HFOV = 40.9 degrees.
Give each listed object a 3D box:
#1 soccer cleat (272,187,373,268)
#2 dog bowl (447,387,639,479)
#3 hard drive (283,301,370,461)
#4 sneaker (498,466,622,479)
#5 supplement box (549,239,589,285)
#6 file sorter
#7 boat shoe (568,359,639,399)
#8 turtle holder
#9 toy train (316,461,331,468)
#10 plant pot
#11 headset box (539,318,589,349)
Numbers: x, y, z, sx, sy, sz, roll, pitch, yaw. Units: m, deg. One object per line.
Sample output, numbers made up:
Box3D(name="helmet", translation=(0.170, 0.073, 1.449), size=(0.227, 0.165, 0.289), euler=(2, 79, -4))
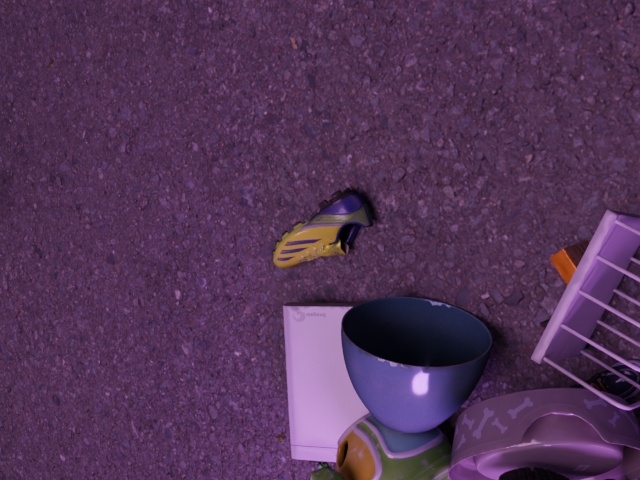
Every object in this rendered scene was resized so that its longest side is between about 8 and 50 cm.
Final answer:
Box3D(name="soccer cleat", translation=(0.000, 0.000, 1.904), size=(0.289, 0.093, 0.121), euler=(-39, 79, 35))
Box3D(name="dog bowl", translation=(0.395, 0.356, 1.504), size=(0.349, 0.349, 0.102), euler=(-26, 52, 37))
Box3D(name="hard drive", translation=(0.039, 0.315, 1.905), size=(0.233, 0.047, 0.353), euler=(-1, 95, 19))
Box3D(name="sneaker", translation=(0.452, 0.513, 1.472), size=(0.158, 0.410, 0.182), euler=(-101, 33, -60))
Box3D(name="supplement box", translation=(0.462, 0.040, 1.543), size=(0.036, 0.098, 0.062), euler=(-43, 71, 37))
Box3D(name="file sorter", translation=(0.517, 0.114, 1.425), size=(0.173, 0.193, 0.277), euler=(32, 107, 33))
Box3D(name="boat shoe", translation=(0.501, 0.277, 1.554), size=(0.183, 0.083, 0.065), euler=(-37, 73, 35))
Box3D(name="turtle holder", translation=(0.125, 0.477, 1.729), size=(0.227, 0.320, 0.243), euler=(52, 157, 24))
Box3D(name="toy train", translation=(0.020, 0.545, 2.004), size=(0.083, 0.024, 0.017), euler=(44, 120, 25))
Box3D(name="plant pot", translation=(0.178, 0.260, 1.688), size=(0.290, 0.290, 0.195), euler=(20, 116, 35))
Box3D(name="headset box", translation=(0.453, 0.177, 1.611), size=(0.083, 0.032, 0.062), euler=(-16, 86, 39))
